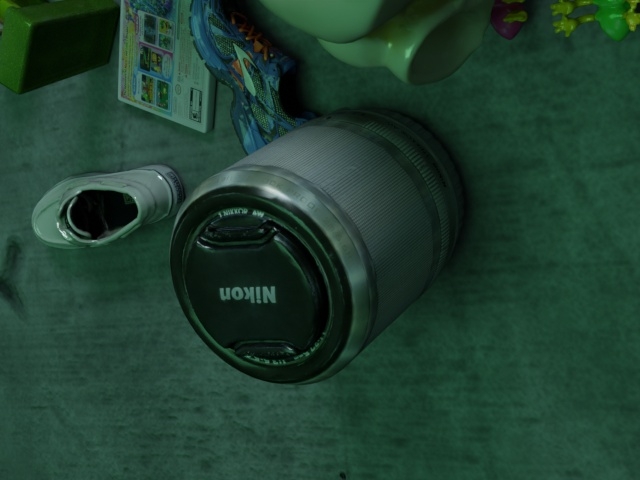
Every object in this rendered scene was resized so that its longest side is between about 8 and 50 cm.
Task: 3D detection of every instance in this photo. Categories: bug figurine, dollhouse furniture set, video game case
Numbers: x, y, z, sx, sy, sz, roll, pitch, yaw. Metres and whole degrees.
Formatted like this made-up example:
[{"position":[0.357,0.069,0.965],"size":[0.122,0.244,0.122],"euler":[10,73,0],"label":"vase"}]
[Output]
[{"position":[0.206,-0.286,1.151],"size":[0.279,0.072,0.216],"euler":[7,106,40],"label":"bug figurine"},{"position":[-0.338,-0.359,1.489],"size":[0.197,0.151,0.302],"euler":[35,125,22],"label":"dollhouse furniture set"},{"position":[-0.180,-0.221,1.511],"size":[0.143,0.019,0.157],"euler":[23,121,29],"label":"video game case"}]

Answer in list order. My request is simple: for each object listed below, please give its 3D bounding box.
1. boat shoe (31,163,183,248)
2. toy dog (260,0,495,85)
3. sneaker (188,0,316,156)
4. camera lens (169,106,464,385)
[{"position":[-0.291,-0.033,1.624],"size":[0.267,0.088,0.096],"euler":[-6,104,39],"label":"boat shoe"},{"position":[-0.052,-0.319,1.069],"size":[0.408,0.395,0.285],"euler":[36,133,18],"label":"toy dog"},{"position":[-0.069,-0.194,1.408],"size":[0.087,0.083,0.221],"euler":[-22,99,27],"label":"sneaker"},{"position":[0.000,0.000,1.277],"size":[0.219,0.274,0.219],"euler":[13,118,26],"label":"camera lens"}]
